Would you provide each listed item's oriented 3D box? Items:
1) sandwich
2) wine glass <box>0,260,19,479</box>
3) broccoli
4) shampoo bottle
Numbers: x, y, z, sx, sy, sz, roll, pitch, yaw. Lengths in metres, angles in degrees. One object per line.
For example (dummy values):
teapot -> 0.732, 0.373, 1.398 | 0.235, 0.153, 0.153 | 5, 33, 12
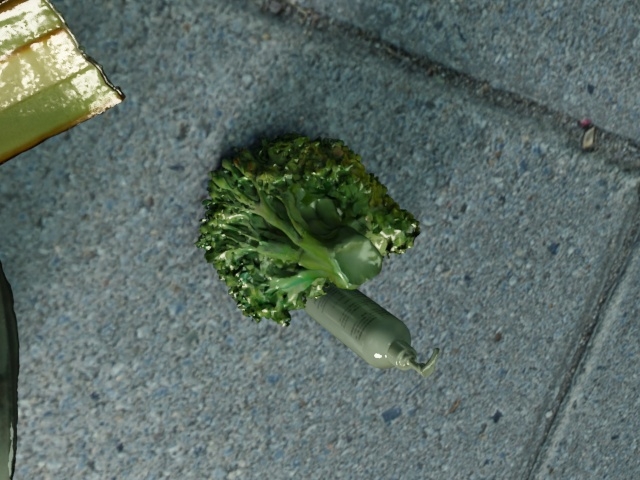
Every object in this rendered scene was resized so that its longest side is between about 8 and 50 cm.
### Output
sandwich -> -0.272, -0.103, 0.776 | 0.187, 0.144, 0.117 | -43, 123, -10
wine glass -> -0.438, 0.126, 0.716 | 0.406, 0.267, 0.267 | 3, 108, -27
broccoli -> 0.000, 0.000, 0.957 | 0.219, 0.194, 0.194 | -6, 112, -24
shampoo bottle -> 0.050, 0.092, 1.021 | 0.056, 0.195, 0.056 | -12, 116, -26
